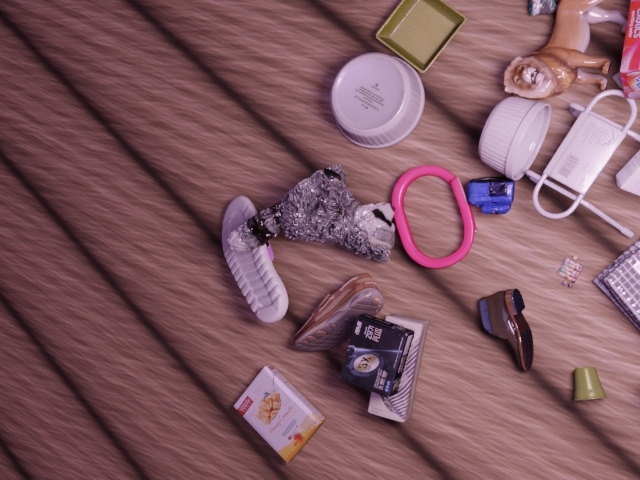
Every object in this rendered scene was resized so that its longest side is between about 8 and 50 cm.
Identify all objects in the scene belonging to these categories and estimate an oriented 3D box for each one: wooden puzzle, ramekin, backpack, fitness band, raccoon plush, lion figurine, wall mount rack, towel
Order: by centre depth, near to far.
[{"bbox_3d":[0.844,0.124,1.516,0.235,0.121,0.284,-42,76,13],"label":"towel"},{"bbox_3d":[0.703,-0.181,1.580,0.304,0.130,0.350,35,100,21],"label":"wall mount rack"},{"bbox_3d":[0.640,-0.521,1.615,0.240,0.142,0.393,20,78,26],"label":"lion figurine"},{"bbox_3d":[0.493,-0.268,1.617,0.109,0.207,0.207,29,98,27],"label":"ramekin"},{"bbox_3d":[0.651,0.079,1.647,0.049,0.006,0.083,30,99,18],"label":"wooden puzzle"},{"bbox_3d":[0.450,-0.120,1.679,0.120,0.098,0.101,4,94,19],"label":"backpack"},{"bbox_3d":[0.313,-0.067,1.754,0.208,0.054,0.291,-19,81,21],"label":"fitness band"},{"bbox_3d":[0.151,-0.401,1.780,0.272,0.127,0.273,-1,88,19],"label":"ramekin"},{"bbox_3d":[0.000,0.000,1.786,0.446,0.216,0.299,-34,82,17],"label":"raccoon plush"}]

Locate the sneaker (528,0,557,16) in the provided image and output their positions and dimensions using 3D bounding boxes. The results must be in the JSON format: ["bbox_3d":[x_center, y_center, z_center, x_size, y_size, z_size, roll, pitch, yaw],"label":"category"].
[{"bbox_3d":[0.599,-0.673,1.669,0.076,0.065,0.167,7,94,4],"label":"sneaker"}]

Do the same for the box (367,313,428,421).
[{"bbox_3d":[0.216,0.349,1.751,0.113,0.094,0.275,10,92,21],"label":"box"}]

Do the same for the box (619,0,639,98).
[{"bbox_3d":[0.784,-0.470,1.466,0.128,0.122,0.257,6,71,33],"label":"box"}]

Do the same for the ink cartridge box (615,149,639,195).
[{"bbox_3d":[0.838,-0.187,1.462,0.188,0.066,0.232,18,135,-14],"label":"ink cartridge box"}]

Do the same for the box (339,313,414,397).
[{"bbox_3d":[0.151,0.304,1.685,0.147,0.077,0.180,18,95,24],"label":"box"}]

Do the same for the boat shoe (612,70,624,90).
[{"bbox_3d":[0.827,-0.465,1.559,0.226,0.083,0.076,-45,76,14],"label":"boat shoe"}]

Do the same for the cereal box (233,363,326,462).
[{"bbox_3d":[-0.125,0.516,1.894,0.240,0.047,0.173,40,101,16],"label":"cereal box"}]

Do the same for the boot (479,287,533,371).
[{"bbox_3d":[0.494,0.239,1.678,0.106,0.082,0.220,-12,89,41],"label":"boot"}]

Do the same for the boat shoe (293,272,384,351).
[{"bbox_3d":[0.047,0.210,1.819,0.324,0.123,0.117,-37,43,24],"label":"boat shoe"}]

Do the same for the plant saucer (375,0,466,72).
[{"bbox_3d":[0.284,-0.593,1.780,0.188,0.045,0.188,43,102,16],"label":"plant saucer"}]

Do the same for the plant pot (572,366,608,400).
[{"bbox_3d":[0.676,0.362,1.599,0.083,0.083,0.079,-10,72,19],"label":"plant pot"}]

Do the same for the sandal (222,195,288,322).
[{"bbox_3d":[-0.192,0.061,1.908,0.169,0.102,0.417,-34,64,30],"label":"sandal"}]
